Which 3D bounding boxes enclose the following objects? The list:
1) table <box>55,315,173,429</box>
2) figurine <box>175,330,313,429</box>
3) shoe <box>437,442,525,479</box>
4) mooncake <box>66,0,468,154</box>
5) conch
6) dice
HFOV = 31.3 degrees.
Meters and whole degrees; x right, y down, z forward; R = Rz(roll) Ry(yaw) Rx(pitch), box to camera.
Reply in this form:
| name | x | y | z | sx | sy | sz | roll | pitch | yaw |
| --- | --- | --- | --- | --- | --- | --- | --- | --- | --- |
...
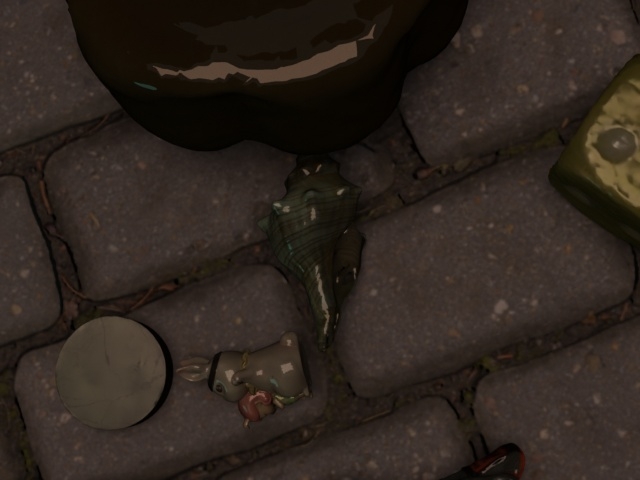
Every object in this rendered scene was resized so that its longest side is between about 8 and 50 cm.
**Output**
| name | x | y | z | sx | sy | sz | roll | pitch | yaw |
| --- | --- | --- | --- | --- | --- | --- | --- | --- | --- |
| table | -0.244 | 0.157 | 1.358 | 0.133 | 0.043 | 0.134 | -1 | 83 | 6 |
| figurine | -0.086 | 0.169 | 1.322 | 0.146 | 0.081 | 0.098 | -15 | 82 | 4 |
| shoe | 0.165 | 0.297 | 1.263 | 0.336 | 0.132 | 0.171 | 19 | 80 | 6 |
| mooncake | -0.067 | -0.310 | 1.256 | 0.466 | 0.262 | 0.467 | -1 | 70 | 3 |
| conch | -0.007 | -0.007 | 1.320 | 0.114 | 0.137 | 0.234 | 8 | 108 | 32 |
| dice | 0.366 | -0.092 | 1.263 | 0.169 | 0.169 | 0.166 | 35 | 88 | 9 |
